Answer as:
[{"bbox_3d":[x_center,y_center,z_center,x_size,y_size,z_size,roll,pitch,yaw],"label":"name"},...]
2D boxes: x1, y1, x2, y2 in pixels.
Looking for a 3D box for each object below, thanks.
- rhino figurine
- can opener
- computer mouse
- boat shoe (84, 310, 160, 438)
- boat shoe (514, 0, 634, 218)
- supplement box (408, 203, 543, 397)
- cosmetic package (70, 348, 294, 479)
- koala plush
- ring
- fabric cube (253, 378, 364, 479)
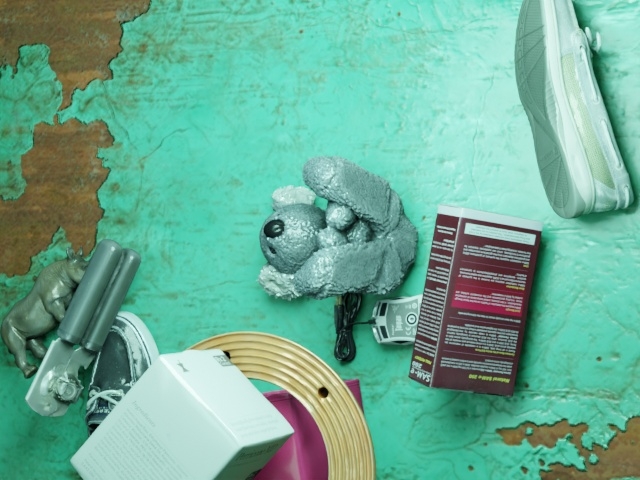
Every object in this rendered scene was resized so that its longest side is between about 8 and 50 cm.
[{"bbox_3d":[-0.412,0.095,1.989,0.106,0.073,0.243,45,103,15],"label":"rhino figurine"},{"bbox_3d":[-0.370,0.131,1.922,0.095,0.076,0.283,17,81,51],"label":"can opener"},{"bbox_3d":[0.107,0.116,1.786,0.193,0.042,0.106,-4,82,28],"label":"computer mouse"},{"bbox_3d":[-0.308,0.258,1.920,0.108,0.102,0.301,-3,86,23],"label":"boat shoe"},{"bbox_3d":[0.332,-0.190,1.675,0.103,0.118,0.320,-8,80,-14],"label":"boat shoe"},{"bbox_3d":[0.206,0.080,1.692,0.073,0.130,0.239,-167,87,-67],"label":"supplement box"},{"bbox_3d":[-0.164,0.247,1.526,0.151,0.151,0.184,46,105,17],"label":"cosmetic package"},{"bbox_3d":[0.000,0.000,1.784,0.221,0.203,0.196,-6,75,44],"label":"koala plush"},{"bbox_3d":[-0.086,0.282,1.592,0.336,0.032,0.337,-1,87,22],"label":"ring"},{"bbox_3d":[-0.083,0.340,1.742,0.259,0.254,0.258,-11,85,22],"label":"fabric cube"}]
